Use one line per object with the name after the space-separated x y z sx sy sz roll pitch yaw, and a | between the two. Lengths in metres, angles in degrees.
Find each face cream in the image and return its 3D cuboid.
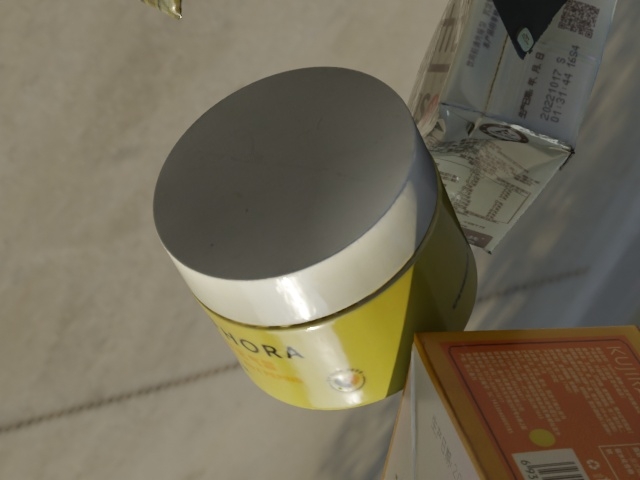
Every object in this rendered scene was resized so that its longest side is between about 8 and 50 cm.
0.000 0.000 1.426 0.218 0.218 0.179 -45 138 -16 | face cream

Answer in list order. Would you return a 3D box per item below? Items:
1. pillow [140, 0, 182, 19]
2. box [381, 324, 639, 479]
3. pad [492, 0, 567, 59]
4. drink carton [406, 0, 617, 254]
-0.194 -0.273 1.524 0.038 0.203 0.113 -41 149 -40 | pillow
0.183 0.247 1.355 0.214 0.283 0.259 -2 126 -17 | box
0.116 -0.229 1.201 0.193 0.004 0.116 61 39 -19 | pad
0.156 -0.133 1.606 0.324 0.132 0.194 117 -9 -73 | drink carton
